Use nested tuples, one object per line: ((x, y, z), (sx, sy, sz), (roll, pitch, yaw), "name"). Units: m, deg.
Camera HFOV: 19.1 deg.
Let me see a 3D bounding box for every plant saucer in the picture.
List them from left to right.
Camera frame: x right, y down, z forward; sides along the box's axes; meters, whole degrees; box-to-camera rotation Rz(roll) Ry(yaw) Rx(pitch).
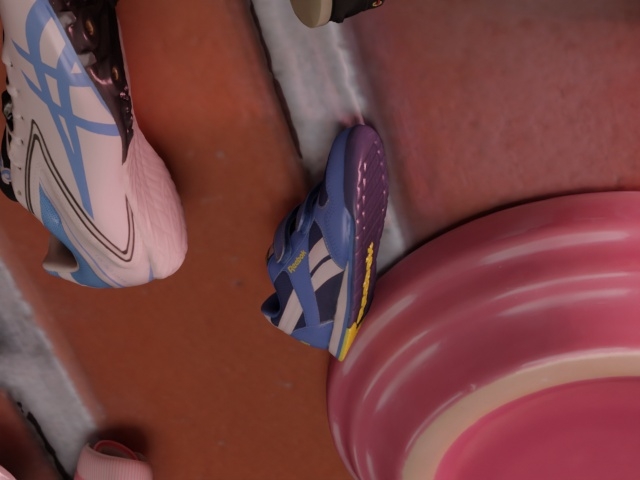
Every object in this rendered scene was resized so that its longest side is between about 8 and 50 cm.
((0.169, 0.112, 1.105), (0.332, 0.084, 0.332), (0, 137, 0), "plant saucer")

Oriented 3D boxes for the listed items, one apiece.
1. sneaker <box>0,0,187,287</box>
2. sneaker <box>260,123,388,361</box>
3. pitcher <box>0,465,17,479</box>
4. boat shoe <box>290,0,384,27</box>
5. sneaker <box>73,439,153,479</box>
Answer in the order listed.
((-0.127, -0.061, 0.923), (0.086, 0.085, 0.237), (-9, 136, 4), "sneaker")
((0.000, 0.000, 1.007), (0.059, 0.053, 0.144), (19, 127, 14), "sneaker")
((-0.250, 0.208, 1.211), (0.178, 0.125, 0.207), (9, 152, -41), "pitcher")
((0.009, -0.157, 0.847), (0.042, 0.049, 0.133), (-18, 134, -20), "boat shoe")
((-0.138, 0.164, 1.203), (0.051, 0.070, 0.134), (9, 167, -21), "sneaker")
